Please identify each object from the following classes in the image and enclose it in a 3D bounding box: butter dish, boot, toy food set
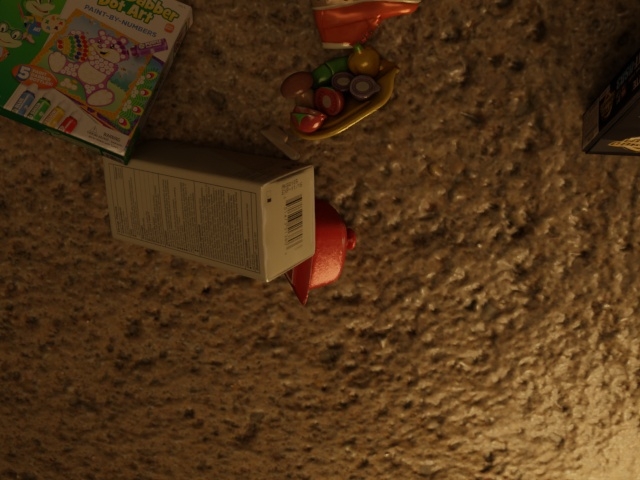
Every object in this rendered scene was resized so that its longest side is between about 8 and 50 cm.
[{"bbox_3d":[0.000,0.000,1.119,0.118,0.160,0.160,-2,116,-20],"label":"butter dish"},{"bbox_3d":[0.069,-0.319,1.011,0.158,0.059,0.084,-2,117,15],"label":"boot"},{"bbox_3d":[0.007,-0.214,0.998,0.218,0.128,0.071,-33,131,-1],"label":"toy food set"}]

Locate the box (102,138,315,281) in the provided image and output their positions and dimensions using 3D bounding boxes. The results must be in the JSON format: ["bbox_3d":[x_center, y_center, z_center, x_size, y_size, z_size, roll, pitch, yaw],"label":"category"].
[{"bbox_3d":[-0.168,-0.055,1.033,0.311,0.121,0.148,15,117,31],"label":"box"}]

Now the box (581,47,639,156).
[{"bbox_3d":[0.533,-0.180,0.911,0.295,0.293,0.073,4,80,3],"label":"box"}]

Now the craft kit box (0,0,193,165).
[{"bbox_3d":[-0.344,-0.267,0.997,0.250,0.061,0.246,21,76,-5],"label":"craft kit box"}]
